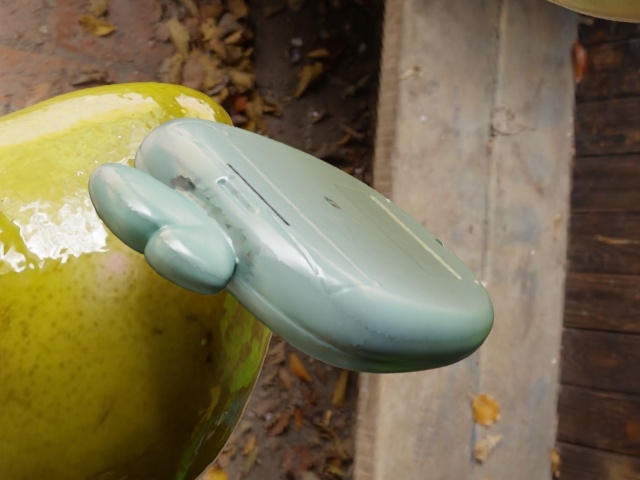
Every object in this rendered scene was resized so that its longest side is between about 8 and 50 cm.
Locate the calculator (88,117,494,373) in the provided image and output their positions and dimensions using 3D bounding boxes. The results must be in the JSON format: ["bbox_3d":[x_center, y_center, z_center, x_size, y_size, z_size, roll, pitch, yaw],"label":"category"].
[{"bbox_3d":[0.000,0.000,0.531,0.042,0.184,0.295,-54,152,17],"label":"calculator"}]

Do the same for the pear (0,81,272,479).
[{"bbox_3d":[-0.167,0.040,0.652,0.285,0.285,0.336,26,89,-38],"label":"pear"}]

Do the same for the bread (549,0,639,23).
[{"bbox_3d":[0.133,-0.253,0.549,0.211,0.316,0.270,-40,133,-8],"label":"bread"}]
